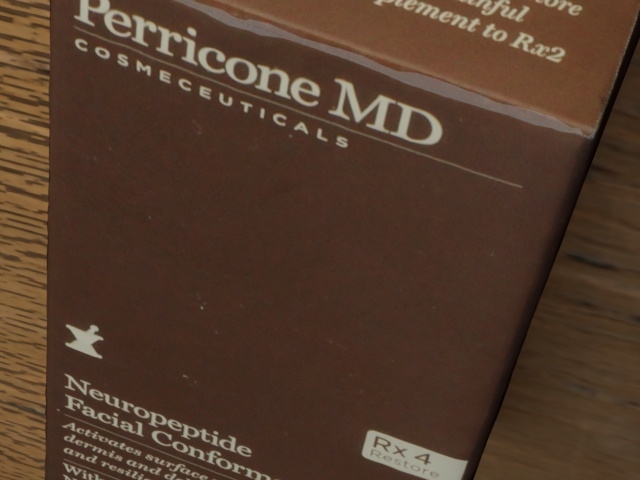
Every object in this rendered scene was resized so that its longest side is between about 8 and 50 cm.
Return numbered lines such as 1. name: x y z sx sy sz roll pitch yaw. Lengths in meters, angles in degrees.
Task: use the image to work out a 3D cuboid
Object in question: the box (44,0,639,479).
1. box: 0.000 0.000 0.786 0.191 0.143 0.381 20 142 7
